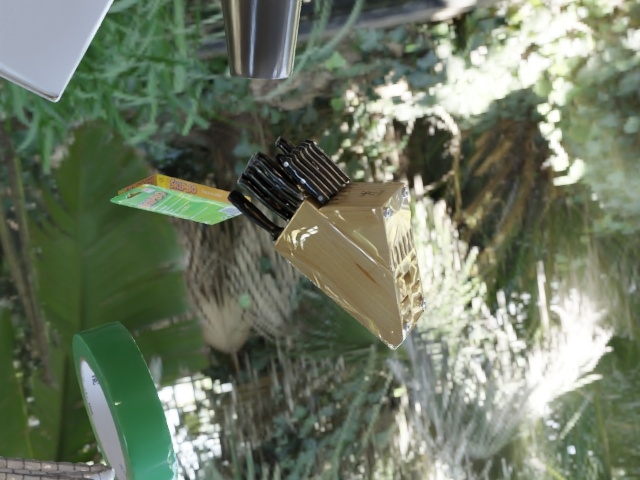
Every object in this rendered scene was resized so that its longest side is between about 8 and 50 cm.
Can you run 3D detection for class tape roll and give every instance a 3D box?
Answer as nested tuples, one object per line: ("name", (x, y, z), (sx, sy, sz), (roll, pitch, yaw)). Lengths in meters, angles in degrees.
("tape roll", (-0.342, 0.302, 1.568), (0.077, 0.321, 0.321), (-18, -171, -24))

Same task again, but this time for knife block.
("knife block", (0.000, 0.000, 1.202), (0.242, 0.275, 0.088), (0, -155, 29))

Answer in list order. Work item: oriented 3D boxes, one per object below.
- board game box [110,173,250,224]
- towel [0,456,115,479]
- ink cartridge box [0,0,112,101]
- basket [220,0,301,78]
("board game box", (-0.273, -0.080, 1.777), (0.124, 0.039, 0.259), (-18, 162, 40))
("towel", (-0.347, 0.337, 0.868), (0.284, 0.235, 0.121), (9, -171, -16))
("ink cartridge box", (-0.250, -0.258, 0.785), (0.129, 0.223, 0.307), (28, -178, -26))
("basket", (-0.121, -0.446, 1.820), (0.204, 0.226, 0.154), (16, -158, 37))
